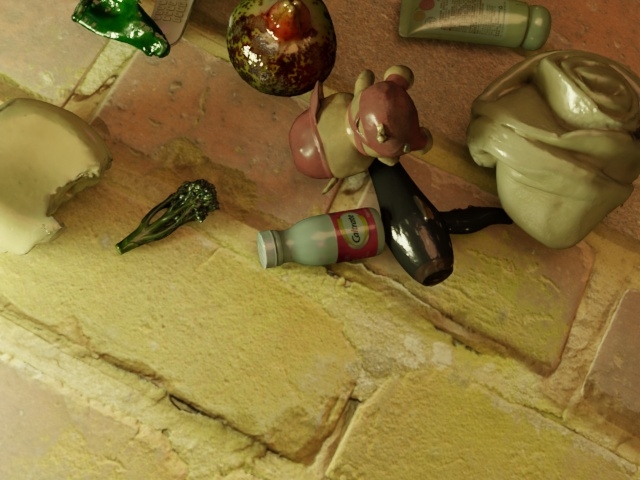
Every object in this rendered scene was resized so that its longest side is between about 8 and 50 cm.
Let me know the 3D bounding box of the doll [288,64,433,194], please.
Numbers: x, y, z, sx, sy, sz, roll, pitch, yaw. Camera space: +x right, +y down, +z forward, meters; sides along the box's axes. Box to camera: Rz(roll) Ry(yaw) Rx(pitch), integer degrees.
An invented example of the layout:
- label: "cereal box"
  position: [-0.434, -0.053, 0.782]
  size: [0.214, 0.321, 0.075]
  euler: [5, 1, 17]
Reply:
- label: "doll"
  position: [0.062, -0.202, 1.789]
  size: [0.152, 0.256, 0.196]
  euler: [25, 56, -52]

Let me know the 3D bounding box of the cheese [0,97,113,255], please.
- label: "cheese"
  position: [-0.483, -0.107, 1.673]
  size: [0.233, 0.127, 0.266]
  euler: [38, 67, 3]

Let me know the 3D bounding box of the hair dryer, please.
- label: "hair dryer"
  position: [0.259, -0.067, 1.872]
  size: [0.360, 0.120, 0.303]
  euler: [-5, 56, -26]

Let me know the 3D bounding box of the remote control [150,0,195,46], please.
- label: "remote control"
  position: [-0.269, -0.456, 1.906]
  size: [0.073, 0.044, 0.229]
  euler: [7, 63, 15]

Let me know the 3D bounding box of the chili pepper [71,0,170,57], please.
- label: "chili pepper"
  position: [-0.366, -0.402, 1.839]
  size: [0.216, 0.062, 0.108]
  euler: [38, 89, 13]

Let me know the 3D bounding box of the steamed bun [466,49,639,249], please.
- label: "steamed bun"
  position: [0.474, -0.205, 1.855]
  size: [0.342, 0.255, 0.368]
  euler: [47, 53, 2]

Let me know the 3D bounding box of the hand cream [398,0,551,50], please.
- label: "hand cream"
  position: [0.312, -0.451, 2.018]
  size: [0.306, 0.093, 0.147]
  euler: [9, 72, -8]

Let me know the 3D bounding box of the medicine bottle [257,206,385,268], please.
- label: "medicine bottle"
  position: [0.000, 0.000, 1.765]
  size: [0.217, 0.090, 0.090]
  euler: [-10, 72, -14]

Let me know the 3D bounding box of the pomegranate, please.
- label: "pomegranate"
  position: [-0.063, -0.376, 1.814]
  size: [0.214, 0.248, 0.214]
  euler: [3, 75, -12]

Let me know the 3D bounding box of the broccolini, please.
- label: "broccolini"
  position: [-0.267, -0.035, 1.748]
  size: [0.203, 0.068, 0.091]
  euler: [-35, 67, -7]
